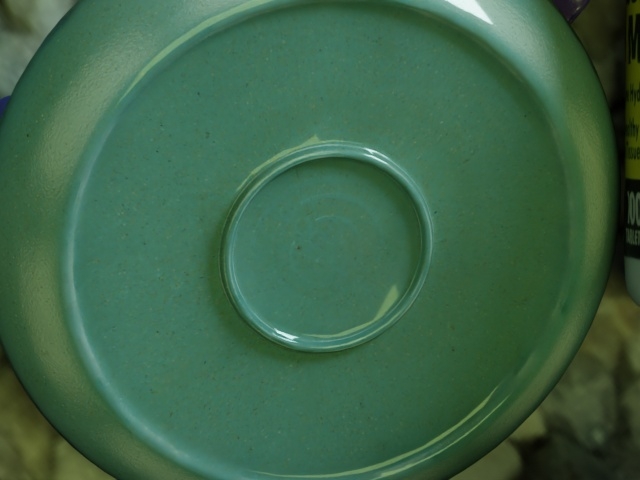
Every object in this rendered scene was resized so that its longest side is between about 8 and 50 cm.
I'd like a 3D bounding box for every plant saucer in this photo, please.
[{"bbox_3d":[0.000,0.000,0.902,0.318,0.043,0.317,-5,111,-12],"label":"plant saucer"}]

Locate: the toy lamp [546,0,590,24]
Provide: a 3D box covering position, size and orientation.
[{"bbox_3d":[0.019,-0.196,0.918,0.275,0.080,0.080,36,86,-11],"label":"toy lamp"}]

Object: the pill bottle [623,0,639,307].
[{"bbox_3d":[0.240,-0.129,0.911,0.188,0.188,0.334,-1,93,-12],"label":"pill bottle"}]

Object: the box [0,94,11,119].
[{"bbox_3d":[-0.113,-0.012,0.927,0.136,0.028,0.081,35,87,-9],"label":"box"}]
